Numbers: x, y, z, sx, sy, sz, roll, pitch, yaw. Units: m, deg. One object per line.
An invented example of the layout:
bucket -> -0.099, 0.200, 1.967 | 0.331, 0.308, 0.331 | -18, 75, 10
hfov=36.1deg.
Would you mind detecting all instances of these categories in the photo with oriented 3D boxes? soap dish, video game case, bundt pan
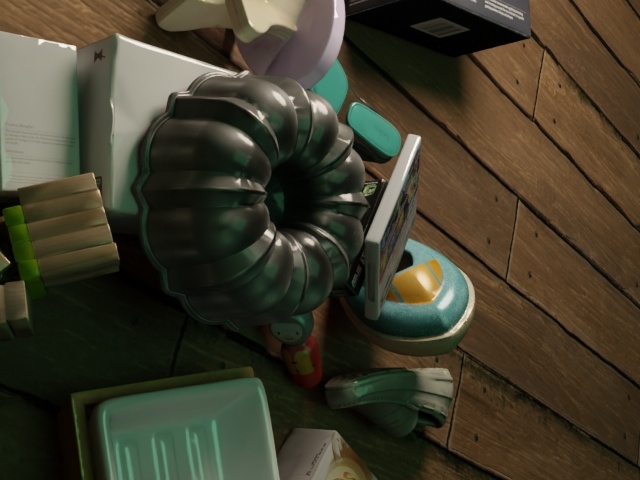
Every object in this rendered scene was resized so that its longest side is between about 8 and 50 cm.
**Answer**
soap dish -> -0.187, 0.287, 1.223 | 0.291, 0.118, 0.228 | -1, 78, -48
video game case -> 0.101, -0.018, 1.382 | 0.183, 0.023, 0.201 | 87, 22, -52
bundt pan -> -0.059, -0.051, 1.199 | 0.331, 0.124, 0.330 | 1, 89, -47

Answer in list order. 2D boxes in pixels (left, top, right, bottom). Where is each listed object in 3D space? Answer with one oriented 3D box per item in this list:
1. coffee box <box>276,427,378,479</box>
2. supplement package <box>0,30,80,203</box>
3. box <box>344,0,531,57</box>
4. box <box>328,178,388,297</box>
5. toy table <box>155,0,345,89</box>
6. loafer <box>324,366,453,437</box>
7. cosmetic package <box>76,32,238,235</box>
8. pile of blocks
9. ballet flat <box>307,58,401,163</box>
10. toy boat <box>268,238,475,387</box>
coffee box -> 0.025, 0.412, 1.472 | 0.246, 0.098, 0.141 | 54, 50, -28
supplement package -> -0.348, -0.135, 1.126 | 0.105, 0.105, 0.179 | 3, 83, -46
box -> 0.210, -0.527, 1.757 | 0.343, 0.179, 0.312 | 7, 81, -48
box -> 0.000, 0.000, 1.436 | 0.045, 0.191, 0.184 | 51, 51, -35
toy table -> -0.088, -0.347, 1.368 | 0.161, 0.252, 0.274 | 28, 25, -49
loafer -> 0.121, 0.262, 1.591 | 0.319, 0.112, 0.111 | 9, 74, -50
cosmetic package -> -0.164, -0.110, 1.296 | 0.385, 0.156, 0.217 | 11, 76, -46
pile of blocks -> -0.374, 0.067, 1.056 | 0.362, 0.112, 0.149 | -40, 83, -20
ballet flat -> 0.016, -0.210, 1.554 | 0.280, 0.096, 0.095 | 45, 58, -36
toy boat -> 0.075, 0.099, 1.493 | 0.318, 0.267, 0.148 | -27, 124, -17
